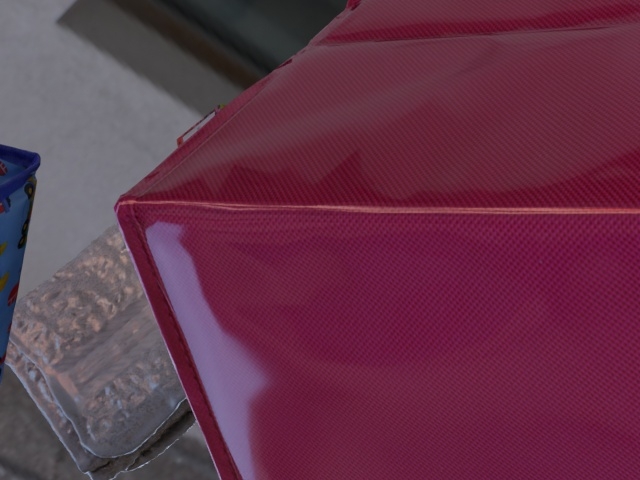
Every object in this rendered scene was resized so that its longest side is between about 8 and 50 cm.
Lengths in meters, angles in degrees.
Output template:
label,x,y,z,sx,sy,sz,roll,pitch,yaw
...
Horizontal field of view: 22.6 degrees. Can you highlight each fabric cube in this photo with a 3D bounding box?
label,x,y,z,sx,sy,sz,roll,pitch,yaw
fabric cube,0.133,0.028,0.583,0.259,0.258,0.254,-48,-53,-43

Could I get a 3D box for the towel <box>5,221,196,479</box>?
label,x,y,z,sx,sy,sz,roll,pitch,yaw
towel,-0.113,0.044,1.259,0.187,0.282,0.049,46,174,35

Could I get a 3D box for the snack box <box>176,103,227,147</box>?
label,x,y,z,sx,sy,sz,roll,pitch,yaw
snack box,0.000,0.000,0.783,0.141,0.037,0.100,17,-132,-45

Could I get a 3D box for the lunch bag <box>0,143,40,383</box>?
label,x,y,z,sx,sy,sz,roll,pitch,yaw
lunch bag,-0.362,0.021,1.077,0.293,0.221,0.138,17,-152,2
